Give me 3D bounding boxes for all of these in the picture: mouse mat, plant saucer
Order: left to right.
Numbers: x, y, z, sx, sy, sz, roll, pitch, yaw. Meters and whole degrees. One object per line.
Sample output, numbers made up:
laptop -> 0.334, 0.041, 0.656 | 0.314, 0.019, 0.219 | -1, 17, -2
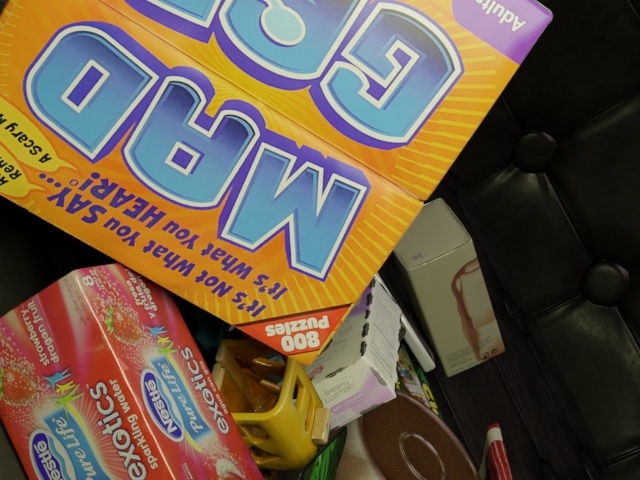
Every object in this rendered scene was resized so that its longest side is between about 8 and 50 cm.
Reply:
mouse mat -> -0.016, 0.291, 0.881 | 0.152, 0.007, 0.190 | -19, 124, -70
plant saucer -> 0.128, 0.312, 1.217 | 0.310, 0.050, 0.311 | 35, 25, -20

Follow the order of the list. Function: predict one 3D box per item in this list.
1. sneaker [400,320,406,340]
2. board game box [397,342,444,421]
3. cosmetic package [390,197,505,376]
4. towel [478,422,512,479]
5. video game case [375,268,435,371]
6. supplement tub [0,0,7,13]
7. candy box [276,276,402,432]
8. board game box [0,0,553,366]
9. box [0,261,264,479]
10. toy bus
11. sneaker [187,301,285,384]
sneaker -> 0.034, 0.101, 1.393 | 0.222, 0.083, 0.118 | 28, 20, -48
board game box -> 0.171, 0.294, 1.497 | 0.136, 0.030, 0.260 | 29, 35, -62
cosmetic package -> 0.228, 0.090, 1.627 | 0.153, 0.129, 0.296 | -115, 180, -50
towel -> 0.250, 0.458, 1.251 | 0.329, 0.037, 0.237 | -90, -177, -56
video game case -> 0.139, 0.129, 1.580 | 0.212, 0.023, 0.193 | 58, 5, 4
supplement tub -> -0.337, -0.165, 0.790 | 0.106, 0.106, 0.198 | 52, 22, -22
candy box -> 0.014, 0.152, 1.107 | 0.070, 0.165, 0.196 | 51, 22, -17
board game box -> -0.069, -0.174, 0.843 | 0.356, 0.356, 0.356 | 31, 15, -11
box -> -0.160, 0.157, 0.729 | 0.257, 0.128, 0.122 | 63, 20, 7
toy bus -> -0.043, 0.186, 0.905 | 0.202, 0.104, 0.191 | -26, 112, -70
sneaker -> -0.109, 0.004, 1.081 | 0.139, 0.125, 0.341 | 30, 34, -50
